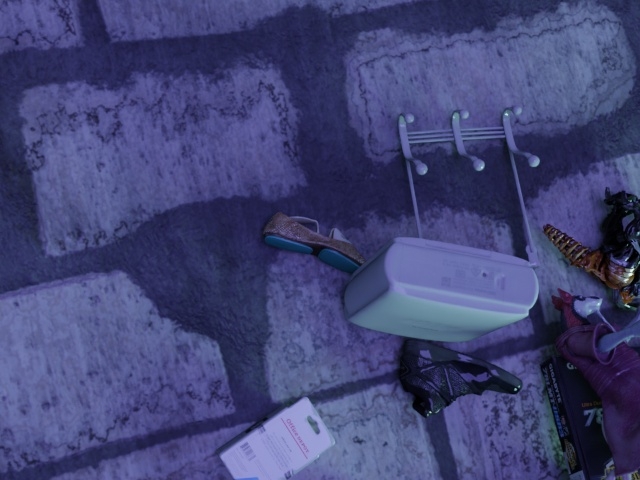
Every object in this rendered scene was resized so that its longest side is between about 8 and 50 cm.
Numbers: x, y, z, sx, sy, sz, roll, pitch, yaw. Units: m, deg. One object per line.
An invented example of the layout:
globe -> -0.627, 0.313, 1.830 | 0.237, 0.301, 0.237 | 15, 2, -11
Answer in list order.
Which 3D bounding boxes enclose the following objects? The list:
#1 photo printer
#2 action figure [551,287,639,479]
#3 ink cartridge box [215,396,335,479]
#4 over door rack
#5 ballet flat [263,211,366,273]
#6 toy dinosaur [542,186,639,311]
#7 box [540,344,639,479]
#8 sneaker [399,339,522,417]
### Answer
photo printer -> 0.183, 0.094, 1.482 | 0.256, 0.307, 0.107 | 11, 72, -12
action figure -> 0.522, 0.243, 1.558 | 0.276, 0.248, 0.370 | -48, 61, 17
ink cartridge box -> -0.077, 0.359, 1.524 | 0.180, 0.060, 0.104 | -32, 91, -13
over door rack -> 0.281, -0.088, 1.628 | 0.239, 0.108, 0.324 | -5, 85, -12
ballet flat -> 0.000, 0.000, 1.578 | 0.206, 0.073, 0.067 | 22, 66, -13
toy dinosaur -> 0.584, 0.022, 1.669 | 0.321, 0.164, 0.219 | 13, 98, -32
box -> 0.584, 0.344, 1.627 | 0.295, 0.073, 0.293 | -3, 69, -14
sneaker -> 0.248, 0.268, 1.595 | 0.227, 0.087, 0.130 | 16, 83, -7
